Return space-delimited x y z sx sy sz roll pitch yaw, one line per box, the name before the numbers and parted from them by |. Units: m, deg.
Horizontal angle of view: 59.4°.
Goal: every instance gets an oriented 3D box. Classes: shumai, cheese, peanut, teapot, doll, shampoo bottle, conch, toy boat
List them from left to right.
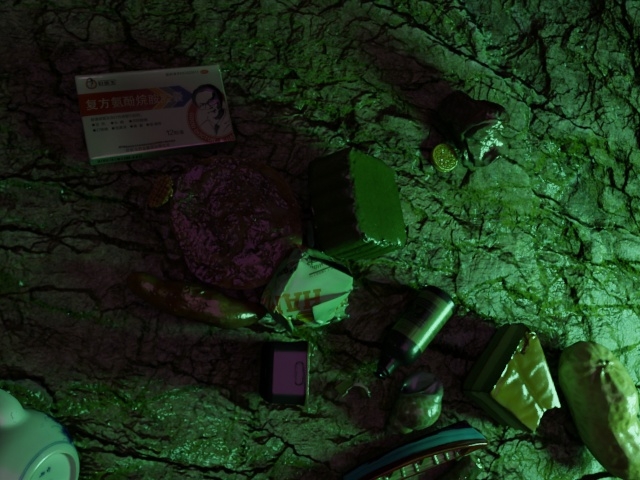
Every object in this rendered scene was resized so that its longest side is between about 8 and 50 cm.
teapot | -0.638 0.457 1.107 0.280 0.252 0.423 5 102 18
doll | 0.000 0.000 1.454 0.096 0.070 0.195 18 82 -27
cheese | 0.080 0.372 1.409 0.084 0.060 0.041 10 82 -9
shampoo bottle | 0.233 0.247 1.454 0.101 0.101 0.284 44 72 -4
toy boat | 0.238 0.544 1.398 0.392 0.136 0.079 -16 52 -18
conch | 0.248 0.419 1.428 0.116 0.106 0.173 20 55 9
shumai | 0.426 -0.311 1.607 0.184 0.218 0.185 -12 125 -42
peanut | 0.778 0.458 1.522 0.170 0.192 0.387 -17 84 -26

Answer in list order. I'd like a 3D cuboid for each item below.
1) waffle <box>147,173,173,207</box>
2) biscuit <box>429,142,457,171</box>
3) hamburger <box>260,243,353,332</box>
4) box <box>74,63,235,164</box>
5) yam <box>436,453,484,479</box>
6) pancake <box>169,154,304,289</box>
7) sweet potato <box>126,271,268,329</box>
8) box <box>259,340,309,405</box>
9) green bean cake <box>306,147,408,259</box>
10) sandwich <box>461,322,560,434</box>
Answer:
waffle | -0.391 -0.122 1.372 0.078 0.016 0.085 -11 68 27
biscuit | 0.357 -0.240 1.625 0.084 0.023 0.084 4 77 -15
hamburger | -0.020 0.129 1.378 0.235 0.125 0.214 19 110 -32
box | -0.408 -0.317 1.403 0.353 0.069 0.214 -10 82 -19
yam | 0.283 0.653 1.408 0.317 0.071 0.067 -33 53 -19
pancake | -0.206 -0.047 1.407 0.356 0.065 0.356 2 77 -11
sweet potato | -0.284 0.151 1.326 0.355 0.095 0.106 15 35 -16
box | -0.087 0.304 1.302 0.090 0.201 0.144 5 79 -11
green bean cake | 0.090 -0.085 1.408 0.247 0.156 0.249 6 69 -53
sandwich | 0.529 0.369 1.489 0.198 0.155 0.227 41 72 -7
